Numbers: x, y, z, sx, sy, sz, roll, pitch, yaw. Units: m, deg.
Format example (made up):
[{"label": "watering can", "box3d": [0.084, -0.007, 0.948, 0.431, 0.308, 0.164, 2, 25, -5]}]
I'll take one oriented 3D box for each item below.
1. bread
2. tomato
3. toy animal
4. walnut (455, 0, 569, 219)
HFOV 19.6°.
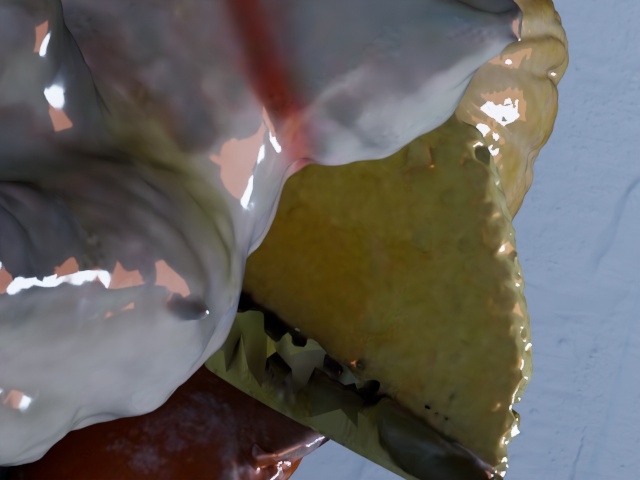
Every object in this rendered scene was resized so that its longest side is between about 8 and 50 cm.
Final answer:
[{"label": "bread", "box3d": [0.000, 0.000, 0.868, 0.162, 0.262, 0.204, -50, 178, -11]}, {"label": "tomato", "box3d": [-0.101, 0.120, 0.978, 0.228, 0.112, 0.199, -37, 180, 25]}, {"label": "toy animal", "box3d": [-0.037, -0.044, 0.641, 0.308, 0.188, 0.266, -96, -152, -78]}, {"label": "walnut", "box3d": [0.027, -0.109, 1.353, 0.333, 0.332, 0.333, -166, -90, -89]}]
